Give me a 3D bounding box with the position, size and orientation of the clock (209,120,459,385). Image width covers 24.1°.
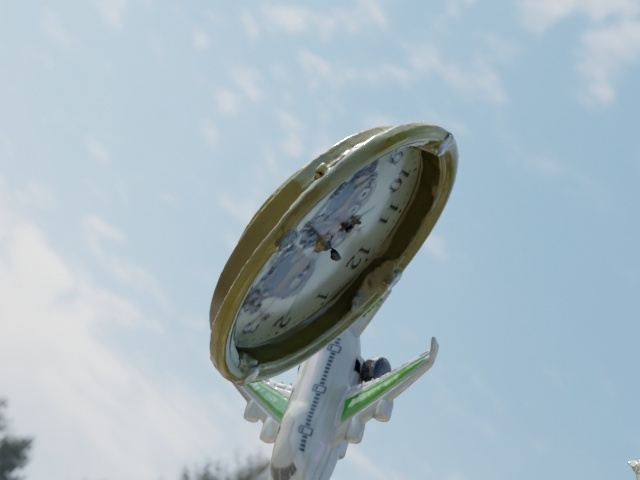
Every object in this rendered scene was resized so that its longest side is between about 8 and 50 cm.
[{"bbox_3d":[0.000,0.000,1.054,0.057,0.237,0.237,42,-23,22],"label":"clock"}]

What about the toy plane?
[{"bbox_3d":[0.003,0.159,1.481,0.251,0.255,0.101,-5,-31,32],"label":"toy plane"}]

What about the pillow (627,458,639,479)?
[{"bbox_3d":[0.302,0.253,1.127,0.128,0.051,0.229,27,24,-14],"label":"pillow"}]
